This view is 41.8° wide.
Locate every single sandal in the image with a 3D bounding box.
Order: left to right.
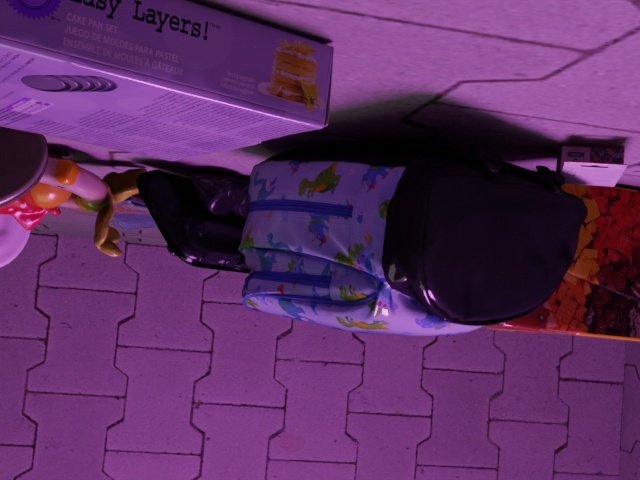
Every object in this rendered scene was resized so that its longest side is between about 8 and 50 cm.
[{"bbox_3d":[-0.443,-0.102,0.883,0.303,0.120,0.086,8,160,-26],"label":"sandal"}]

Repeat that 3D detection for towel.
[{"bbox_3d":[-0.394,-0.061,1.700,0.271,0.040,0.370,2,174,20],"label":"towel"}]

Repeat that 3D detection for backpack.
[{"bbox_3d":[0.060,-0.001,0.942,0.290,0.273,0.355,5,-165,-46],"label":"backpack"}]

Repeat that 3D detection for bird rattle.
[{"bbox_3d":[-0.386,-0.086,1.207,0.253,0.143,0.207,17,167,16],"label":"bird rattle"}]

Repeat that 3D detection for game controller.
[{"bbox_3d":[-0.154,-0.023,1.288,0.166,0.067,0.319,49,-165,22],"label":"game controller"}]

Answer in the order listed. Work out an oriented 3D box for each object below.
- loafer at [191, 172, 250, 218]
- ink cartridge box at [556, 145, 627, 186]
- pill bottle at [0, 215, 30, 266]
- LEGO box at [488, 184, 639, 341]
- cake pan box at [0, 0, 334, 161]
[{"bbox_3d":[-0.127,-0.074,1.251,0.061,0.062,0.170,44,-167,21],"label":"loafer"},{"bbox_3d":[0.278,-0.080,0.862,0.063,0.029,0.115,4,174,13],"label":"ink cartridge box"},{"bbox_3d":[-0.651,-0.038,1.420,0.318,0.176,0.176,1,173,38],"label":"pill bottle"},{"bbox_3d":[0.322,0.044,1.275,0.372,0.193,0.500,7,175,-17],"label":"LEGO box"},{"bbox_3d":[-0.162,-0.120,0.631,0.246,0.070,0.267,11,172,-33],"label":"cake pan box"}]
